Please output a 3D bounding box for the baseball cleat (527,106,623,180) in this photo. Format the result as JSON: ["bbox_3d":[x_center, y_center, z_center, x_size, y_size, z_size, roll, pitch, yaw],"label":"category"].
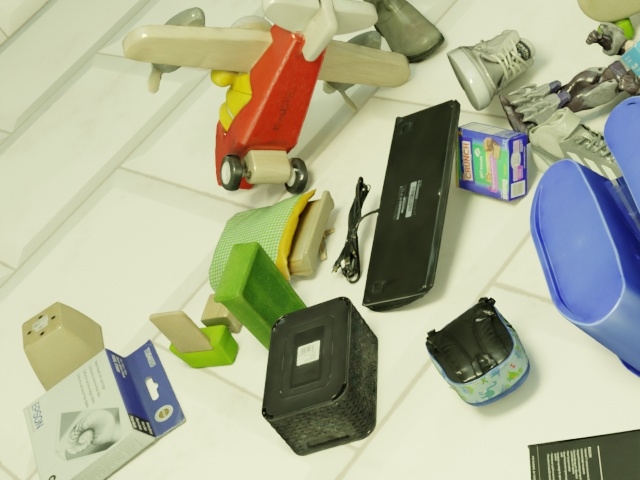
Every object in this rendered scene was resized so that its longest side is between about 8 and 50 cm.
[{"bbox_3d":[0.359,-0.118,1.461,0.206,0.109,0.072,9,49,42],"label":"baseball cleat"}]

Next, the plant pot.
[{"bbox_3d":[-0.419,0.165,1.782,0.109,0.096,0.109,-32,36,4],"label":"plant pot"}]

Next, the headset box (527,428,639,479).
[{"bbox_3d":[0.338,0.289,0.964,0.283,0.131,0.246,-13,40,17],"label":"headset box"}]

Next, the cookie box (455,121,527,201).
[{"bbox_3d":[0.239,-0.112,1.566,0.040,0.092,0.107,-17,23,-33],"label":"cookie box"}]

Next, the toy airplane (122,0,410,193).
[{"bbox_3d":[-0.078,-0.292,1.783,0.384,0.386,0.272,-32,48,4],"label":"toy airplane"}]

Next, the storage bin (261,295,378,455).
[{"bbox_3d":[0.002,0.173,1.440,0.122,0.084,0.180,-20,39,21],"label":"storage bin"}]

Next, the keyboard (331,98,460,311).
[{"bbox_3d":[0.108,-0.045,1.590,0.201,0.033,0.317,-14,54,43],"label":"keyboard"}]

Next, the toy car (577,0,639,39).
[{"bbox_3d":[0.462,-0.415,1.698,0.149,0.155,0.188,-19,29,21],"label":"toy car"}]

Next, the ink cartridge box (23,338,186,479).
[{"bbox_3d":[-0.326,0.257,1.644,0.224,0.045,0.223,-36,35,-2],"label":"ink cartridge box"}]

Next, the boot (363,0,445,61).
[{"bbox_3d":[0.116,-0.418,1.962,0.083,0.161,0.246,-37,35,-1],"label":"boot"}]

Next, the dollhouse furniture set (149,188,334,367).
[{"bbox_3d":[-0.119,0.018,1.643,0.197,0.151,0.301,-10,46,32],"label":"dollhouse furniture set"}]

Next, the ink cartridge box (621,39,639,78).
[{"bbox_3d":[0.496,-0.213,1.452,0.104,0.180,0.060,-41,-3,-8],"label":"ink cartridge box"}]

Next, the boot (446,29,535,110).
[{"bbox_3d":[0.265,-0.273,1.688,0.123,0.095,0.258,-25,16,9],"label":"boot"}]

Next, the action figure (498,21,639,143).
[{"bbox_3d":[0.399,-0.223,1.565,0.285,0.099,0.185,-24,31,10],"label":"action figure"}]

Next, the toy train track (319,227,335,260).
[{"bbox_3d":[0.000,0.000,1.702,0.048,0.014,0.083,-26,37,14],"label":"toy train track"}]

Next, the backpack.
[{"bbox_3d":[0.193,0.143,1.317,0.105,0.084,0.114,-33,30,4],"label":"backpack"}]

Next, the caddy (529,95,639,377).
[{"bbox_3d":[0.386,0.001,1.251,0.241,0.179,0.341,-44,30,28],"label":"caddy"}]
